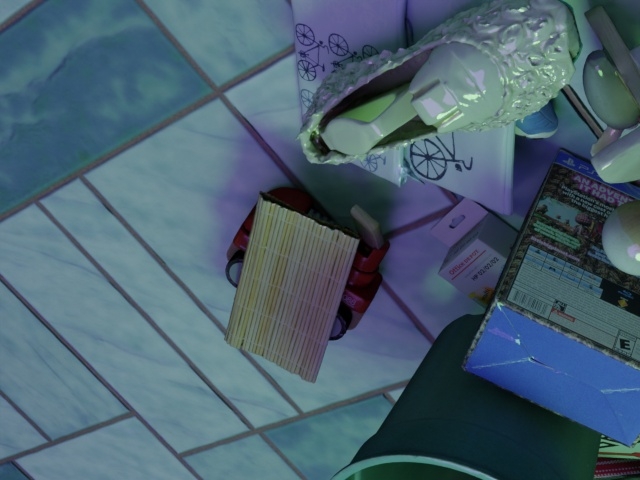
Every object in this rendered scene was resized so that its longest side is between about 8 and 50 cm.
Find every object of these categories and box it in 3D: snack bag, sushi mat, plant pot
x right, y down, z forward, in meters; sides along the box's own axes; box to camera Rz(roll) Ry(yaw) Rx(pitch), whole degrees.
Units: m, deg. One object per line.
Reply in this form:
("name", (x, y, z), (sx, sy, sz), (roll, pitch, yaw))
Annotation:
("snack bag", (0.103, -0.196, 1.731), (0.342, 0.037, 0.323), (26, 139, 29))
("sushi mat", (-0.045, 0.073, 1.959), (0.151, 0.019, 0.316), (22, 135, 7))
("plant pot", (0.214, 0.286, 1.807), (0.341, 0.334, 0.341), (15, 132, 17))

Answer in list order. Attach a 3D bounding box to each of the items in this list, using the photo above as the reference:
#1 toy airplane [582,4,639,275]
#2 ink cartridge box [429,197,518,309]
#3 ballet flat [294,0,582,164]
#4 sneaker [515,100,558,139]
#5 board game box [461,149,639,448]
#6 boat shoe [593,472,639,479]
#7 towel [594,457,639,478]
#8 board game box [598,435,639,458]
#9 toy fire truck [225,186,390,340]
("toy airplane", (0.403, -0.054, 1.512), (0.384, 0.386, 0.272), (41, 124, -10))
("ink cartridge box", (0.237, 0.034, 1.918), (0.181, 0.061, 0.104), (36, 137, -7))
("ballet flat", (0.121, -0.160, 1.610), (0.409, 0.147, 0.147), (-18, 120, 49))
("sneaker", (0.233, -0.209, 1.683), (0.081, 0.080, 0.211), (-15, 122, 41))
("board game box", (0.339, 0.067, 1.727), (0.232, 0.291, 0.141), (26, 138, 6))
("boat shoe", (0.397, 0.366, 1.946), (0.319, 0.116, 0.099), (-5, 142, -11))
("towel", (0.518, 0.376, 2.068), (0.199, 0.031, 0.275), (-13, 125, 32))
("board game box", (0.403, 0.206, 1.909), (0.317, 0.046, 0.213), (-2, 126, 28))
("toy fire truck", (0.000, 0.000, 1.968), (0.217, 0.158, 0.246), (31, 125, 0))
